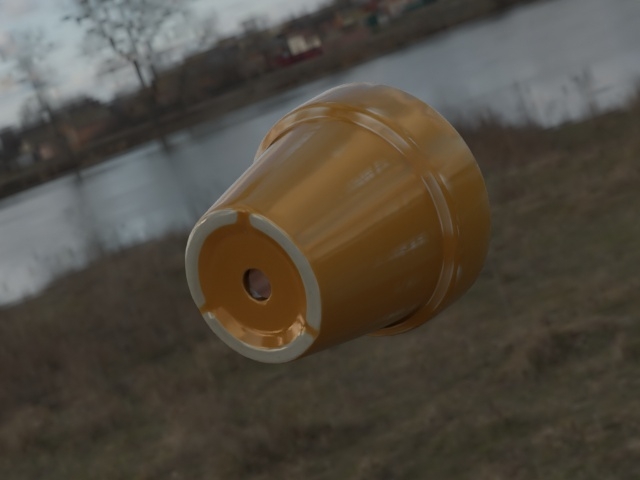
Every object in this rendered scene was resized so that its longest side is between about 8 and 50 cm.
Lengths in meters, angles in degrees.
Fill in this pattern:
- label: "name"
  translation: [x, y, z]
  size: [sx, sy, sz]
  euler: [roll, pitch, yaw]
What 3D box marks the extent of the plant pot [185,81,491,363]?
- label: "plant pot"
  translation: [0.000, 0.000, 1.217]
  size: [0.205, 0.205, 0.188]
  euler: [-16, 11, 41]
